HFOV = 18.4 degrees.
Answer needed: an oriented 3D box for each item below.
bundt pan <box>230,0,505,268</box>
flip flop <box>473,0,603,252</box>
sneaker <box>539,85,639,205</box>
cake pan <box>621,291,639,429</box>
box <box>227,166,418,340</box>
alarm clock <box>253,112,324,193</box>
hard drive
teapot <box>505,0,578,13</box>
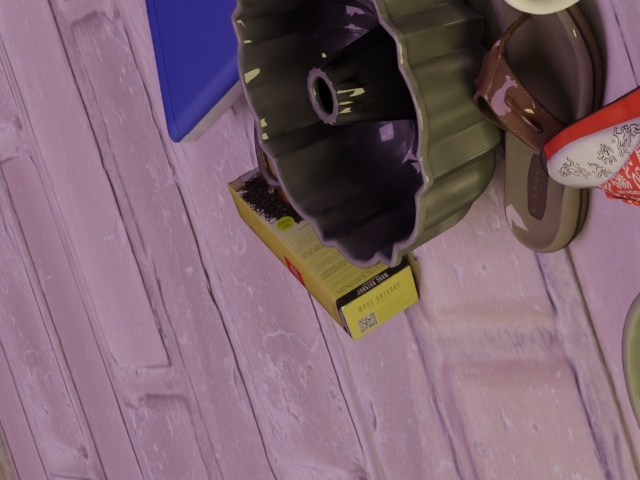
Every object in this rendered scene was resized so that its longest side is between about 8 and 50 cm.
[{"bbox_3d":[0.052,-0.147,1.784,0.331,0.124,0.331,42,143,43],"label":"bundt pan"},{"bbox_3d":[0.168,-0.105,1.631,0.112,0.080,0.277,42,143,45],"label":"flip flop"},{"bbox_3d":[0.263,-0.042,1.476,0.270,0.090,0.145,-34,75,62],"label":"sneaker"},{"bbox_3d":[0.341,0.144,1.457,0.293,0.054,0.293,45,151,32],"label":"cake pan"},{"bbox_3d":[0.000,0.000,2.030,0.232,0.087,0.058,45,161,39],"label":"box"},{"bbox_3d":[-0.017,-0.135,1.989,0.129,0.064,0.192,-157,67,-64],"label":"alarm clock"},{"bbox_3d":[-0.115,-0.252,2.089,0.318,0.040,0.210,143,118,-64],"label":"hard drive"},{"bbox_3d":[0.189,-0.306,1.318,0.252,0.187,0.256,-18,93,65],"label":"teapot"}]
